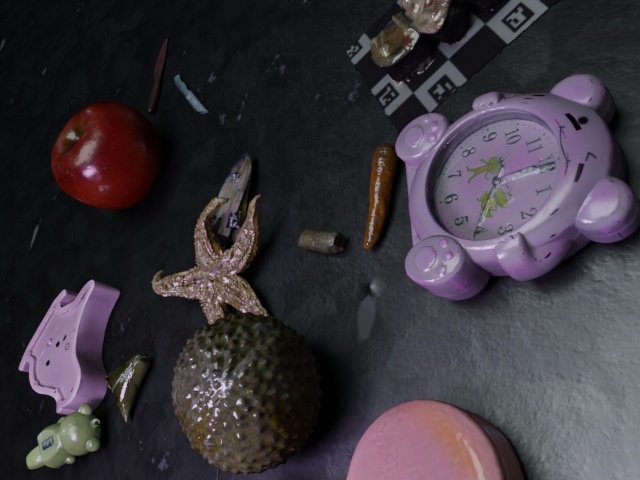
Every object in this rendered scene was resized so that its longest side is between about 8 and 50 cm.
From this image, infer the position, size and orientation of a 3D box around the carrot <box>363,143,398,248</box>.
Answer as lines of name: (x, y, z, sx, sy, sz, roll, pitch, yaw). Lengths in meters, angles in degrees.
carrot: (0.103, -0.077, 1.179, 0.047, 0.047, 0.191, -2, 74, 40)

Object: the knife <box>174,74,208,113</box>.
knife: (-0.327, -0.363, 1.701, 0.028, 0.015, 0.210, -46, 48, 7)

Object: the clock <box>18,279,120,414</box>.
clock: (-0.555, 0.235, 1.573, 0.275, 0.080, 0.290, 29, 91, 44)

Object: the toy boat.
toy boat: (-0.180, -0.091, 1.414, 0.084, 0.066, 0.210, 11, 72, 16)

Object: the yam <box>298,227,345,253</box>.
yam: (0.000, 0.000, 1.229, 0.094, 0.043, 0.043, 12, 78, 42)

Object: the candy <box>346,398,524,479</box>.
candy: (0.148, 0.344, 0.902, 0.255, 0.094, 0.255, -19, 59, 34)

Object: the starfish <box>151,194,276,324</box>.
starfish: (-0.184, 0.075, 1.326, 0.299, 0.060, 0.302, -34, 70, 16)

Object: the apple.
apple: (-0.510, -0.204, 1.644, 0.260, 0.216, 0.260, -20, 57, 34)

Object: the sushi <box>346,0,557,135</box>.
sushi: (0.198, -0.415, 1.212, 0.373, 0.100, 0.296, -40, 49, 19)

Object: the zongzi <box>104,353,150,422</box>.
zongzi: (-0.388, 0.305, 1.421, 0.104, 0.052, 0.113, -37, 63, 15)

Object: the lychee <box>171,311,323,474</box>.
lychee: (-0.121, 0.240, 1.084, 0.255, 0.274, 0.255, -2, 74, 7)

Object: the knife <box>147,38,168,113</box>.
knife: (-0.437, -0.443, 1.835, 0.035, 0.018, 0.247, -16, 58, 38)

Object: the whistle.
whistle: (-0.553, 0.436, 1.469, 0.227, 0.085, 0.105, -33, 63, 21)

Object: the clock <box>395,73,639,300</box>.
clock: (0.271, -0.082, 0.985, 0.322, 0.113, 0.296, -19, 58, 32)
